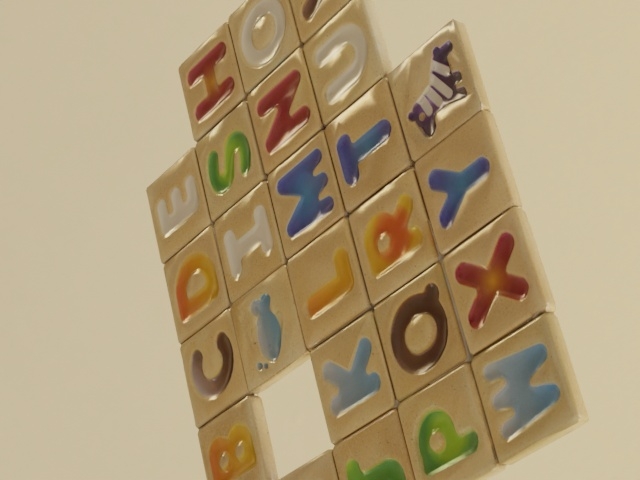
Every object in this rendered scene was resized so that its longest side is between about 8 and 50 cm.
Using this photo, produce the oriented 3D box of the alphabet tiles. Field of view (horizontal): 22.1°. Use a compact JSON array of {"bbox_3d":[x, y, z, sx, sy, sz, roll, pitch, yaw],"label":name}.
[{"bbox_3d":[0.000,0.000,0.641,0.198,0.009,0.237,-38,-124,41],"label":"alphabet tiles"}]
